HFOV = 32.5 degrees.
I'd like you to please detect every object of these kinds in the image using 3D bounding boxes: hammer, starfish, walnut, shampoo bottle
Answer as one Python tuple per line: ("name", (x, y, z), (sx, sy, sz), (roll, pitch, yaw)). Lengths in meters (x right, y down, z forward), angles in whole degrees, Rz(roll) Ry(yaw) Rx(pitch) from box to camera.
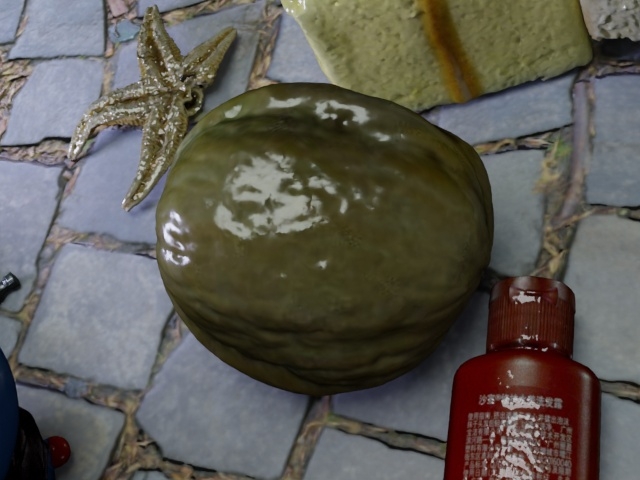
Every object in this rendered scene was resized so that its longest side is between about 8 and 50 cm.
("hammer", (-0.380, 0.009, 1.161), (0.062, 0.017, 0.182), (-40, 54, -5))
("starfish", (-0.186, -0.150, 1.160), (0.138, 0.050, 0.247), (14, 64, 28))
("walnut", (0.000, 0.000, 0.901), (0.283, 0.227, 0.283), (3, 104, 11))
("shampoo bottle", (0.150, 0.181, 0.828), (0.118, 0.076, 0.314), (-2, 61, 20))

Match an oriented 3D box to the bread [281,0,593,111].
("bread", (0.099, -0.277, 1.051), (0.263, 0.198, 0.236), (-14, 50, 10))

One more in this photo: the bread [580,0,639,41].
("bread", (0.320, -0.279, 0.949), (0.184, 0.211, 0.224), (0, 67, 28))

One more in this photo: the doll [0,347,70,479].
("doll", (-0.344, 0.166, 0.880), (0.240, 0.310, 0.284), (-38, 56, -6))
